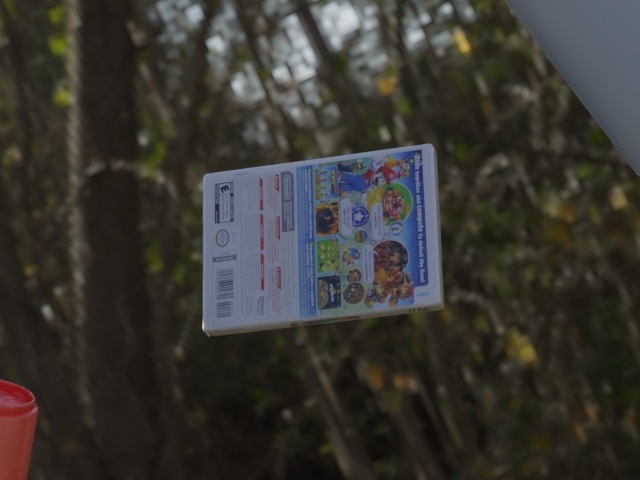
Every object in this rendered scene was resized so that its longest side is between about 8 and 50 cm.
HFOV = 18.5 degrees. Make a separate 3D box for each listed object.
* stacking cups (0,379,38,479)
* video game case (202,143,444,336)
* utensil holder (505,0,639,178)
[{"bbox_3d":[-0.233,0.241,1.228,0.096,0.316,0.096,13,8,-2],"label":"stacking cups"},{"bbox_3d":[0.000,0.000,0.983,0.122,0.087,0.011,-7,-24,14],"label":"video game case"},{"bbox_3d":[0.144,-0.176,0.451,0.328,0.385,0.327,-21,-31,-14],"label":"utensil holder"}]
